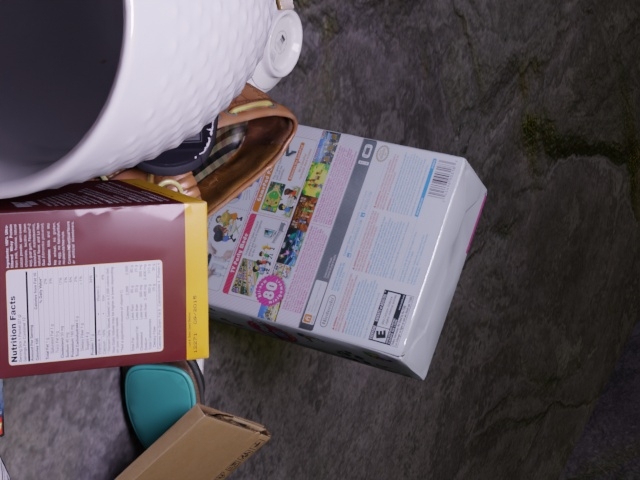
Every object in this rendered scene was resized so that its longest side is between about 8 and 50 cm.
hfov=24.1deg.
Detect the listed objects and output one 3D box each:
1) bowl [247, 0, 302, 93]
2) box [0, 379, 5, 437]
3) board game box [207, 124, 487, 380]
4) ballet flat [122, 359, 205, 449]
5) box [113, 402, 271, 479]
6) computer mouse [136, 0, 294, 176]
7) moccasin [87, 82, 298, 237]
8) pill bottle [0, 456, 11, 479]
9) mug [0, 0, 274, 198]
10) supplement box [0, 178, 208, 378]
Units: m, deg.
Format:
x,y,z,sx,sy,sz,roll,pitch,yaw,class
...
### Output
x,y,z,sx,sy,sz,roll,pitch,yaw,class
-0.071,-0.221,1.633,0.170,0.080,0.170,-37,133,-53,bowl
-0.338,0.157,1.342,0.137,0.027,0.094,-29,127,-56,box
0.000,0.000,1.627,0.097,0.303,0.224,43,65,-61,board game box
-0.166,0.108,1.596,0.096,0.095,0.280,-61,152,-46,ballet flat
-0.164,0.260,1.628,0.201,0.021,0.164,-42,153,8,box
-0.113,-0.194,1.420,0.060,0.184,0.262,146,-65,-81,computer mouse
-0.158,-0.037,1.463,0.380,0.147,0.139,-38,137,-46,moccasin
-0.349,0.183,1.125,0.210,0.210,0.363,-55,148,-37,pill bottle
-0.193,-0.238,1.193,0.328,0.276,0.374,-23,104,-64,mug
-0.215,0.025,1.234,0.194,0.191,0.129,-4,99,-24,supplement box
